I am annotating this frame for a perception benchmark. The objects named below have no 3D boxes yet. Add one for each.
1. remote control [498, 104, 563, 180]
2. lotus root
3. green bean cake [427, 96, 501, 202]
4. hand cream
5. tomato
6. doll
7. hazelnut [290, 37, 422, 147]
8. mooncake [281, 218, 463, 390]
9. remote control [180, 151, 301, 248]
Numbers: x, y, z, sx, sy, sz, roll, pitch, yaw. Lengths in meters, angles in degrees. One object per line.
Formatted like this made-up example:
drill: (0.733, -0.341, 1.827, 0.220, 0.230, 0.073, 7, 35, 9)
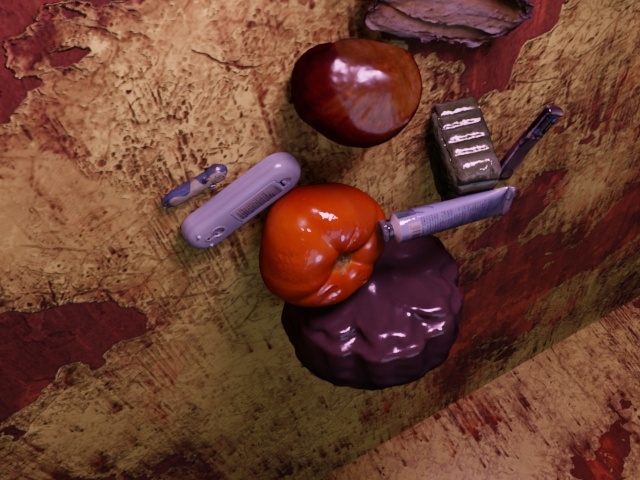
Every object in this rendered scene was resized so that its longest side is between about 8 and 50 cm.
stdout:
remote control: (0.452, -0.211, 1.680, 0.059, 0.028, 0.212, -5, 140, -41)
lotus root: (0.204, -0.375, 1.164, 0.329, 0.078, 0.167, -2, 162, -44)
green bean cake: (0.263, -0.148, 1.437, 0.094, 0.183, 0.185, -12, 149, -1)
hand cream: (0.226, -0.042, 1.364, 0.256, 0.055, 0.088, -13, 145, -12)
tomato: (0.000, -0.003, 1.406, 0.260, 0.180, 0.260, -30, 146, -24)
doll: (-0.206, -0.087, 1.246, 0.125, 0.027, 0.037, -32, 158, 0)
hazelnut: (0.055, -0.231, 1.174, 0.202, 0.160, 0.170, 22, 115, -11)
mooncake: (0.119, 0.133, 1.599, 0.381, 0.350, 0.212, -32, 143, -20)
remote control: (-0.137, -0.065, 1.326, 0.244, 0.047, 0.087, -36, 153, 10)
